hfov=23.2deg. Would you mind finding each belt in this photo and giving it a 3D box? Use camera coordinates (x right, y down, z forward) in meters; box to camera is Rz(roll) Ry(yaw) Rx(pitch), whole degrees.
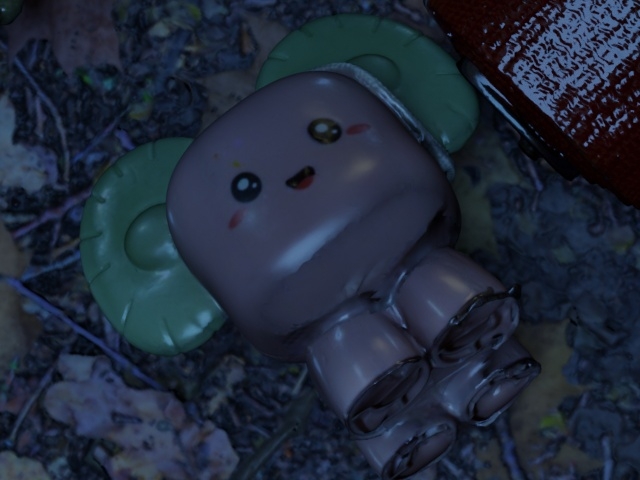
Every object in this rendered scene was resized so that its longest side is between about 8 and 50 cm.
[{"bbox_3d":[0.159,-0.113,0.983,0.124,0.128,0.201,-45,85,9],"label":"belt"}]

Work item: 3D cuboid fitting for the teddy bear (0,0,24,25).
[{"bbox_3d":[-0.302,-0.238,1.062,0.256,0.156,0.267,2,91,10],"label":"teddy bear"}]

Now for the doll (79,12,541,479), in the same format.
[{"bbox_3d":[0.000,0.000,1.012,0.284,0.216,0.268,-35,60,-5],"label":"doll"}]
